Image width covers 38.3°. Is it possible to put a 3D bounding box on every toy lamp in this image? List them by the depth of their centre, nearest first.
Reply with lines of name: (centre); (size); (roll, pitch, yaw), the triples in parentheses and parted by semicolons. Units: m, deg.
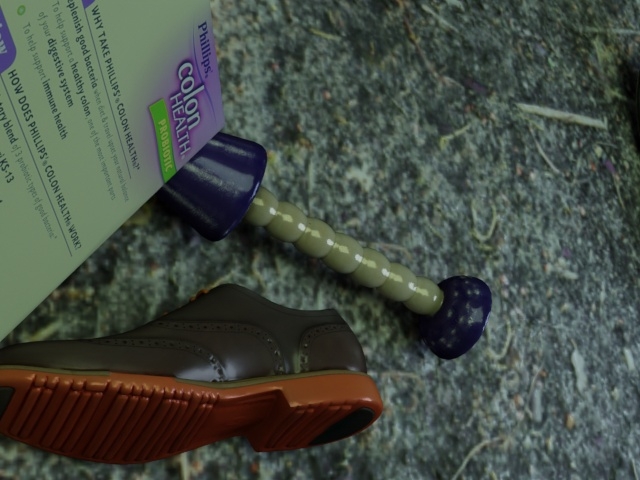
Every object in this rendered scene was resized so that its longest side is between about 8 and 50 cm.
toy lamp: (0.000, 0.000, 0.678); (0.274, 0.080, 0.080); (30, 61, -23)

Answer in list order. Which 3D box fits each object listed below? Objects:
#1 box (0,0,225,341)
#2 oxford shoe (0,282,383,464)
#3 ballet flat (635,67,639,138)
box: (-0.178, -0.086, 0.490); (0.117, 0.214, 0.243); (30, 60, 21)
oxford shoe: (-0.090, 0.082, 0.601); (0.271, 0.097, 0.098); (8, 51, -33)
ballet flat: (0.395, -0.068, 0.937); (0.106, 0.107, 0.316); (5, 76, -51)
